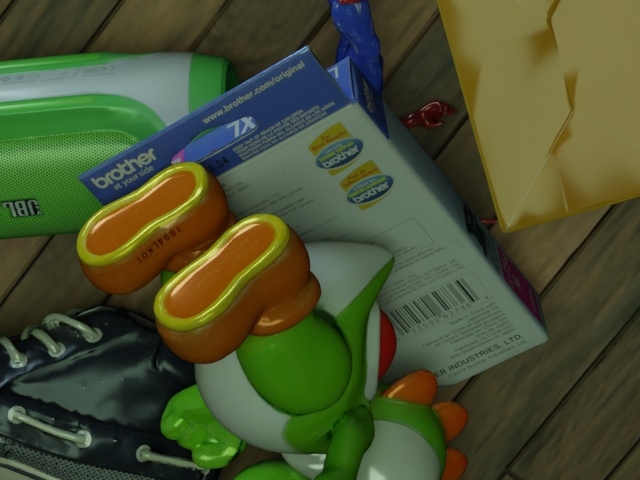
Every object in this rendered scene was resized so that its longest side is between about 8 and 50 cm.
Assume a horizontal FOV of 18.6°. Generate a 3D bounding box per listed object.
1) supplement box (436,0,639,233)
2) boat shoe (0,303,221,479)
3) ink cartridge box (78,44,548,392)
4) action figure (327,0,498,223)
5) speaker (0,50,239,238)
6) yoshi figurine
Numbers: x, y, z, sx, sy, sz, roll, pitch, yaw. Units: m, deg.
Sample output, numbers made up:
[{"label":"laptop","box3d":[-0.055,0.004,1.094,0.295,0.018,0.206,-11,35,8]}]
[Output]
[{"label":"supplement box","box3d":[0.158,-0.126,1.307,0.129,0.194,0.191,-15,98,7]},{"label":"boat shoe","box3d":[-0.217,0.098,1.415,0.340,0.127,0.158,25,95,-13]},{"label":"ink cartridge box","box3d":[0.000,0.000,1.322,0.185,0.065,0.311,-28,130,19]},{"label":"action figure","box3d":[0.061,-0.098,1.361,0.139,0.091,0.280,3,119,-8]},{"label":"speaker","box3d":[-0.205,-0.062,1.384,0.296,0.131,0.131,-5,99,6]},{"label":"yoshi figurine","box3d":[-0.035,0.132,1.287,0.203,0.204,0.362,-9,136,25]}]
